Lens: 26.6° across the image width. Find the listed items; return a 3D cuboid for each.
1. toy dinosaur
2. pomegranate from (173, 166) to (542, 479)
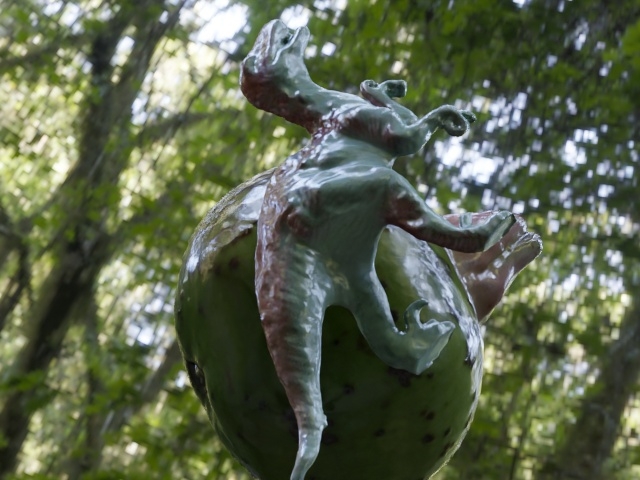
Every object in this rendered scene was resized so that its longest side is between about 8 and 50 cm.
[{"bbox_3d":[0.000,0.000,0.639,0.167,0.242,0.053,19,-30,15],"label":"toy dinosaur"},{"bbox_3d":[0.033,0.040,0.844,0.214,0.248,0.214,52,-21,29],"label":"pomegranate"}]
